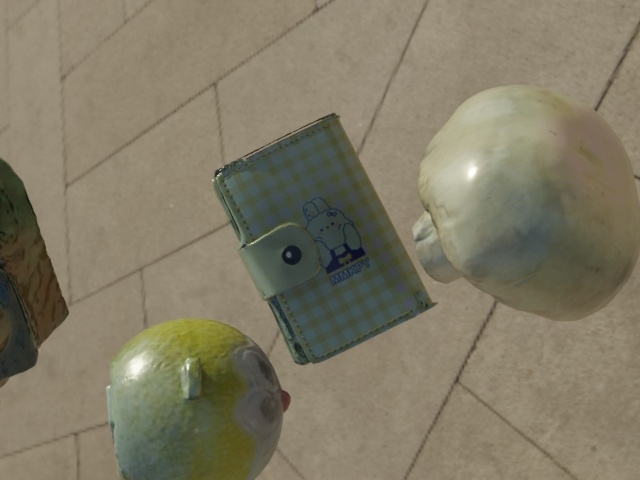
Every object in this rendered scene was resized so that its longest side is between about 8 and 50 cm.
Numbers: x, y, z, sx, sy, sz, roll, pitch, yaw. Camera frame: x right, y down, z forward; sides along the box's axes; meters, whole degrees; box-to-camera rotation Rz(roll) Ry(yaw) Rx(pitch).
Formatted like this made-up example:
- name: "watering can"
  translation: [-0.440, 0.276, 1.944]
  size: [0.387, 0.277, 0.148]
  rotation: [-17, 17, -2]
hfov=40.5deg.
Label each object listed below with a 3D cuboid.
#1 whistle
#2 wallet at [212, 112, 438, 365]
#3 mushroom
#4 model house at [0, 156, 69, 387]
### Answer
- name: "whistle"
  translation: [-0.082, 0.127, 0.588]
  size: [0.223, 0.123, 0.122]
  rotation: [105, 151, -60]
- name: "wallet"
  translation: [0.000, 0.000, 1.224]
  size: [0.309, 0.223, 0.077]
  rotation: [64, 171, 3]
- name: "mushroom"
  translation: [0.196, -0.025, 0.896]
  size: [0.234, 0.260, 0.253]
  rotation: [-41, 68, 42]
- name: "model house"
  translation: [-0.453, 0.071, 0.825]
  size: [0.313, 0.280, 0.245]
  rotation: [4, 121, 19]
